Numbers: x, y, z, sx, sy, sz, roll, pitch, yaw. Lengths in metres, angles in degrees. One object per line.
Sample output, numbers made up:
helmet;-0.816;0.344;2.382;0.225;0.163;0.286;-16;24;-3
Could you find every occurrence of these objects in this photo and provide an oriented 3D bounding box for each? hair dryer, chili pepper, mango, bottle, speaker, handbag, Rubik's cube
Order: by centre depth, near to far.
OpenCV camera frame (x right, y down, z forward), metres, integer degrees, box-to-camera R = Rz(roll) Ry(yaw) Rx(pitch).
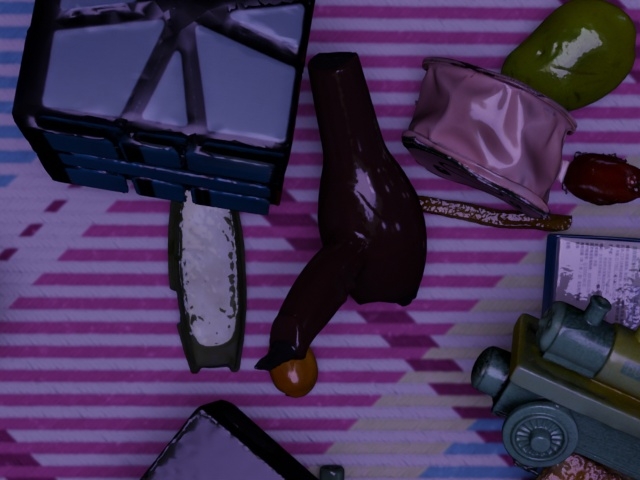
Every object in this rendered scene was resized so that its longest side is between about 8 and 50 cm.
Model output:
Rubik's cube;-0.154;-0.205;1.480;0.288;0.283;0.294;8;78;-3
hair dryer;0.000;0.000;1.485;0.123;0.340;0.313;2;126;30
handbag;0.190;-0.119;1.570;0.205;0.179;0.116;25;89;21
speaker;-0.099;0.347;1.576;0.254;0.184;0.232;39;91;7
chili pepper;0.344;-0.066;1.583;0.088;0.169;0.065;3;96;-4
mango;0.298;-0.213;1.618;0.163;0.089;0.117;-43;102;13
mango;-0.034;0.145;1.648;0.060;0.046;0.089;-6;81;-3
bottle;0.014;0.317;1.667;0.030;0.030;0.083;0;95;-2

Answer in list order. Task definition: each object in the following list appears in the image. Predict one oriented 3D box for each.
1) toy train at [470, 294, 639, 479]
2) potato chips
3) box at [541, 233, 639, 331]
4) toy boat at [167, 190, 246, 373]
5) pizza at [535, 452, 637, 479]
toy train;0.357;0.176;1.505;0.368;0.150;0.237;24;122;-3
potato chips;0.199;-0.032;1.649;0.204;0.037;0.026;9;83;3
box;0.339;0.092;1.640;0.139;0.073;0.194;4;94;-1
toy boat;-0.136;0.017;1.630;0.093;0.055;0.293;-3;94;-3
pizza;0.319;0.346;1.650;0.335;0.086;0.226;-12;93;-2
